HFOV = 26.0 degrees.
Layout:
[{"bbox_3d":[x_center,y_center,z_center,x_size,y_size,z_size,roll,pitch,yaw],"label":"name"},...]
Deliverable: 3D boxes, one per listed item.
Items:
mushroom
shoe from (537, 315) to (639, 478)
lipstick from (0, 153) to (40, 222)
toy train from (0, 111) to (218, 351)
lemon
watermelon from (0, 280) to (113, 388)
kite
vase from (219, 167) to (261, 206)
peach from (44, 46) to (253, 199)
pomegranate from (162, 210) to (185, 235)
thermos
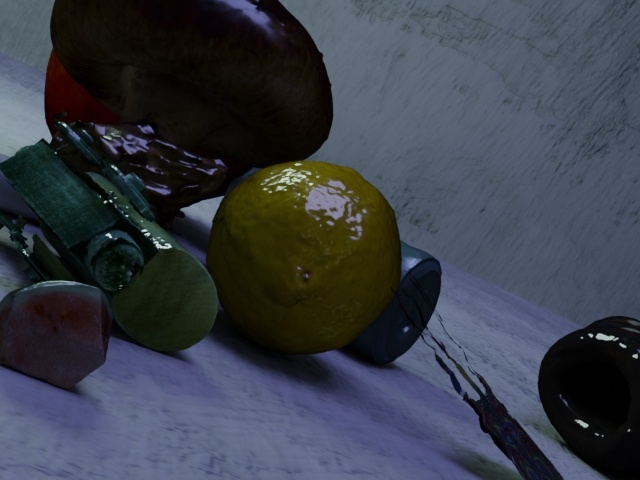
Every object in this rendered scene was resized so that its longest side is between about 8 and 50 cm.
[{"bbox_3d":[-0.145,-0.155,1.574,0.331,0.356,0.334,5,-14,-12],"label":"mushroom"},{"bbox_3d":[0.381,0.190,1.782,0.237,0.171,0.384,28,12,-23],"label":"shoe"},{"bbox_3d":[-0.340,-0.064,1.430,0.264,0.059,0.059,20,8,-47],"label":"lipstick"},{"bbox_3d":[-0.210,0.003,1.256,0.189,0.126,0.307,60,-13,-29],"label":"toy train"},{"bbox_3d":[-0.016,0.017,1.415,0.204,0.204,0.260,26,9,-2],"label":"lemon"},{"bbox_3d":[-0.190,0.068,0.964,0.085,0.072,0.092,14,-31,-10],"label":"watermelon"},{"bbox_3d":[0.154,0.149,1.359,0.285,0.015,0.152,55,13,9],"label":"kite"},{"bbox_3d":[0.000,0.000,1.960,0.165,0.165,0.360,29,3,31],"label":"vase"},{"bbox_3d":[-0.207,-0.223,1.941,0.388,0.388,0.388,26,5,-3],"label":"peach"},{"bbox_3d":[-0.226,-0.078,1.739,0.159,0.129,0.129,24,6,-23],"label":"pomegranate"},{"bbox_3d":[-0.004,0.017,1.677,0.287,0.182,0.145,28,50,24],"label":"thermos"}]
